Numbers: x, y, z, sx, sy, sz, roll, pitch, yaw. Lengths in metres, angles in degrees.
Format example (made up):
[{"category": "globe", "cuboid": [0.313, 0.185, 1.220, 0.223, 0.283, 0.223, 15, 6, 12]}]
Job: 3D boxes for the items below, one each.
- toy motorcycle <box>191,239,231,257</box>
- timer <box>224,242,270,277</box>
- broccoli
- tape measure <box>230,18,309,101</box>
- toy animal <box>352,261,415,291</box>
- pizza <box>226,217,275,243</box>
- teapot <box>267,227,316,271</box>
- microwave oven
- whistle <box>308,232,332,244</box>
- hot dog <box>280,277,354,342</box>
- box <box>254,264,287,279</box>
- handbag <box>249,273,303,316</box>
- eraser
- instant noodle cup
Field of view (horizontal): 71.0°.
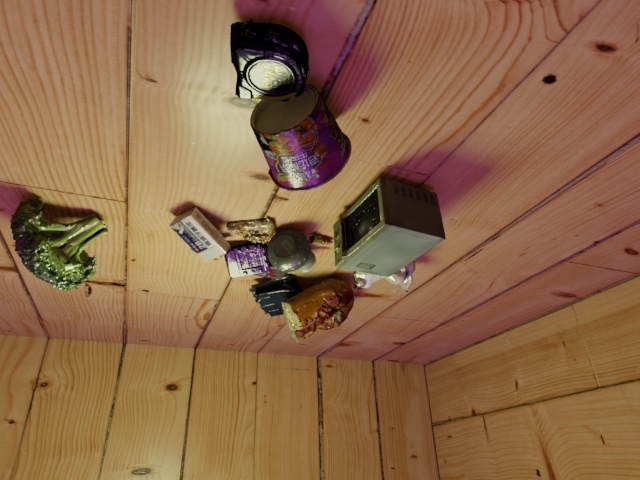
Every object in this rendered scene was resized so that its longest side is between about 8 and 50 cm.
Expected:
[{"category": "toy motorcycle", "cuboid": [-0.456, 0.026, 1.892, 0.122, 0.082, 0.213, 30, 147, -29]}, {"category": "timer", "cuboid": [-0.317, 0.081, 1.956, 0.187, 0.055, 0.144, -10, 113, -2]}, {"category": "broccoli", "cuboid": [-0.991, -0.001, 1.691, 0.249, 0.302, 0.375, 3, 130, 38]}, {"category": "tape measure", "cuboid": [-0.117, -0.420, 1.069, 0.186, 0.112, 0.199, 7, 156, -2]}, {"category": "toy animal", "cuboid": [0.296, 0.125, 2.021, 0.310, 0.183, 0.247, -6, 156, -3]}, {"category": "pizza", "cuboid": [-0.284, -0.038, 1.813, 0.195, 0.052, 0.185, 8, 147, -16]}, {"category": "teapot", "cuboid": [-0.107, 0.057, 1.892, 0.183, 0.183, 0.251, -11, 162, 16]}, {"category": "microwave oven", "cuboid": [0.238, -0.044, 1.659, 0.286, 0.218, 0.355, 10, 149, -23]}, {"category": "whistle", "cuboid": [0.000, 0.004, 1.916, 0.109, 0.046, 0.057, 15, 133, -38]}, {"category": "hot dog", "cuboid": [0.008, 0.352, 2.295, 0.365, 0.196, 0.367, -28, 152, -16]}, {"category": "box", "cuboid": [-0.266, 0.122, 2.085, 0.224, 0.069, 0.120, 11, 148, -23]}, {"category": "handbag", "cuboid": [-0.224, 0.296, 2.358, 0.269, 0.118, 0.326, -12, 148, 5]}, {"category": "eraser", "cuboid": [-0.466, -0.020, 1.740, 0.124, 0.068, 0.210, -23, 122, 28]}, {"category": "instant noodle cup", "cuboid": [-0.062, -0.285, 1.201, 0.251, 0.251, 0.190, -11, 141, 17]}]
